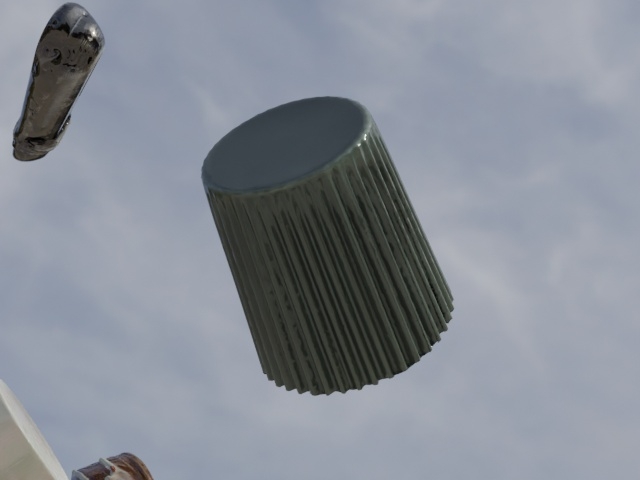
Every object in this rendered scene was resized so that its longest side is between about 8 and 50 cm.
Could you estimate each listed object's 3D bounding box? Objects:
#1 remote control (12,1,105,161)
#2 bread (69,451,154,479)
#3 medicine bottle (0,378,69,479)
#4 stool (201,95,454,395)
[{"bbox_3d":[-0.290,-0.161,1.884,0.066,0.090,0.266,38,-33,4],"label":"remote control"},{"bbox_3d":[-0.209,0.304,1.791,0.073,0.160,0.160,-16,-29,-22],"label":"bread"},{"bbox_3d":[-0.370,0.255,1.489,0.293,0.170,0.170,-35,-36,-5],"label":"medicine bottle"},{"bbox_3d":[0.000,0.000,2.374,0.297,0.297,0.330,-14,-59,14],"label":"stool"}]
